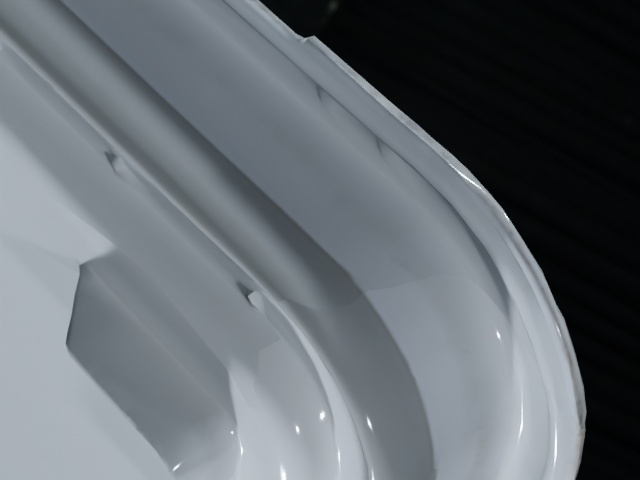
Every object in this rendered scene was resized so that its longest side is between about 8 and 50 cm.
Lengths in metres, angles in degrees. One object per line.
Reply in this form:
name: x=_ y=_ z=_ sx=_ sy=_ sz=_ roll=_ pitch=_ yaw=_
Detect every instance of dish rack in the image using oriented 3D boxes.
dish rack: x=-0.091 y=0.021 z=0.513 sx=0.072 sy=0.333 sz=0.285 roll=-29 pitch=149 yaw=-30
